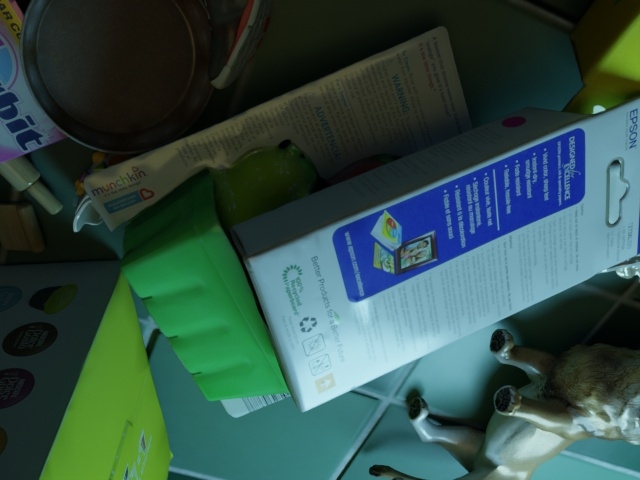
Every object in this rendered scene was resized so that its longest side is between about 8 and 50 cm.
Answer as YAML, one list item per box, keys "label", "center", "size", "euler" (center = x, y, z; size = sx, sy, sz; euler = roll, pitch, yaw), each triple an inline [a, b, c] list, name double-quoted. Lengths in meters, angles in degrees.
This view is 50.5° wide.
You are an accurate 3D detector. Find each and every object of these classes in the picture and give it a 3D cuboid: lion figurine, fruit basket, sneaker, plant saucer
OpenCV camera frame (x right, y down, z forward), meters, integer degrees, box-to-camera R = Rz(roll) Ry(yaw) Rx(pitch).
- label: "lion figurine"
  center: [0.258, 0.243, 0.852]
  size: [0.240, 0.142, 0.392]
  euler: [22, 135, -23]
- label: "fruit basket"
  center: [0.000, 0.000, 0.686]
  size: [0.353, 0.165, 0.327]
  euler: [-26, 122, -2]
- label: "sneaker"
  center: [-0.077, -0.211, 0.585]
  size: [0.064, 0.061, 0.158]
  euler: [24, 114, 3]
- label: "plant saucer"
  center: [-0.172, -0.160, 0.588]
  size: [0.168, 0.029, 0.169]
  euler: [-11, 113, -28]

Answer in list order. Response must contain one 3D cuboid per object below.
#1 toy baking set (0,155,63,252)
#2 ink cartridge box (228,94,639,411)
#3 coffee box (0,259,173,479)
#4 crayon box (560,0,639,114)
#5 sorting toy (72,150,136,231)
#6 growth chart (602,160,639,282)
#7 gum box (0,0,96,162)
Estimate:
- label: "toy baking set"
  center: [-0.395, -0.066, 0.686]
  size: [0.196, 0.030, 0.256]
  euler: [-24, 120, 15]
- label: "ink cartridge box"
  center: [0.120, 0.002, 0.601]
  size: [0.370, 0.069, 0.176]
  euler: [-21, 124, -9]
- label: "coffee box"
  center: [-0.368, 0.254, 0.715]
  size: [0.334, 0.338, 0.338]
  euler: [-2, 123, 1]
- label: "crayon box"
  center: [0.352, -0.196, 0.544]
  size: [0.202, 0.081, 0.318]
  euler: [18, 137, -12]
- label: "sorting toy"
  center: [-0.224, -0.045, 0.674]
  size: [0.045, 0.075, 0.083]
  euler: [32, 117, -20]
- label: "growth chart"
  center: [0.338, -0.026, 0.722]
  size: [0.237, 0.021, 0.172]
  euler: [0, 124, 0]
- label: "gum box"
  center: [-0.283, -0.166, 0.601]
  size: [0.107, 0.062, 0.188]
  euler: [-17, 122, 11]
